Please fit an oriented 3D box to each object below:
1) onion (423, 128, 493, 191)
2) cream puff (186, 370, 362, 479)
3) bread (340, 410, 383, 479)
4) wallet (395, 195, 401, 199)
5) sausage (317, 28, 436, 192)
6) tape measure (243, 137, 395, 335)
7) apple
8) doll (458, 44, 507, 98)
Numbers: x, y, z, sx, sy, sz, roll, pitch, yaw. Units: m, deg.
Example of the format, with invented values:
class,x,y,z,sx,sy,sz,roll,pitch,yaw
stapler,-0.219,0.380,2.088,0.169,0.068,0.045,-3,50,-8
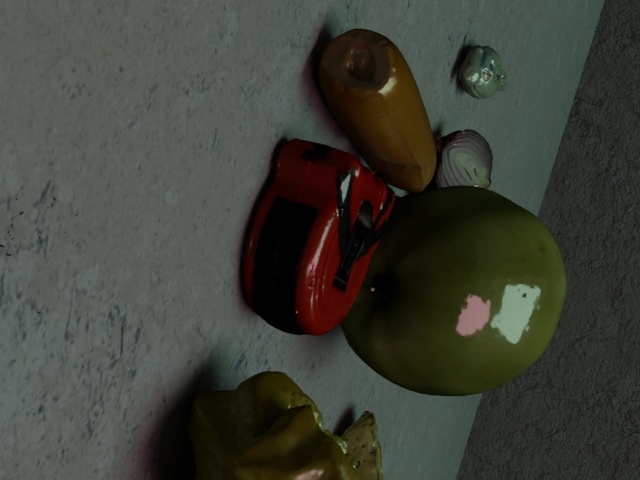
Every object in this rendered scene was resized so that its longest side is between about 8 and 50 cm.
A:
class,x,y,z,sx,sy,sz,roll,pitch,yaw
onion,0.241,-0.127,1.875,0.206,0.151,0.098,-53,-174,-37
cream puff,-0.080,0.319,1.190,0.274,0.323,0.270,-44,115,-1
bread,0.110,0.508,1.796,0.315,0.279,0.248,-50,144,-24
wallet,0.146,0.045,1.818,0.221,0.071,0.262,-68,157,-1
sausage,0.090,-0.167,1.383,0.116,0.134,0.354,-65,158,-12
tape measure,0.000,0.000,1.306,0.260,0.114,0.253,-72,159,-5
apple,0.199,0.081,1.543,0.357,0.357,0.357,17,90,-70
doll,0.323,-0.336,1.965,0.214,0.071,0.104,-3,96,-60
